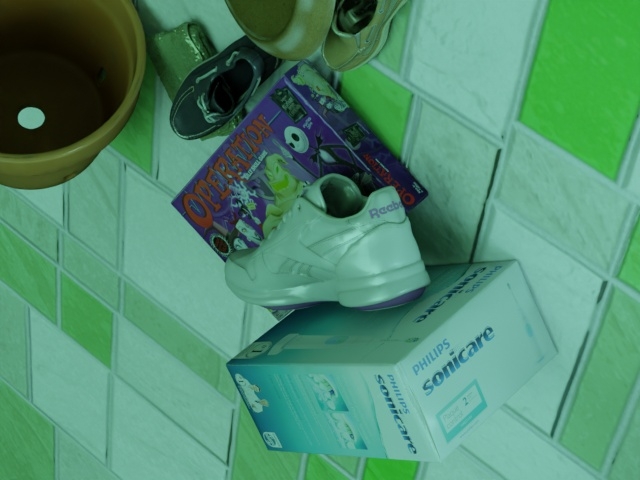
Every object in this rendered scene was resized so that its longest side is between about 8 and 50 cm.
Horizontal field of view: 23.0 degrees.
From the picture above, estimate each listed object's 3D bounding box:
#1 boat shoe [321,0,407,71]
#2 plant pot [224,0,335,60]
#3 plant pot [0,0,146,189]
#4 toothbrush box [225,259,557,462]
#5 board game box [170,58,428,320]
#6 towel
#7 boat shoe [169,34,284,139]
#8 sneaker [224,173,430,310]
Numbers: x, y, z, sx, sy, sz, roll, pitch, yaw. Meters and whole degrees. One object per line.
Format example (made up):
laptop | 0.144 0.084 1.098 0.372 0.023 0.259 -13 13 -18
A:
boat shoe | 0.035 -0.230 1.613 0.068 0.072 0.190 47 144 10
plant pot | -0.059 -0.300 1.638 0.236 0.032 0.236 35 133 49
plant pot | -0.365 -0.190 1.952 0.291 0.291 0.203 46 160 11
toothbrush box | 0.076 0.131 1.746 0.296 0.216 0.126 -7 114 50
board game box | -0.035 -0.049 1.854 0.208 0.056 0.347 51 145 2
towel | -0.151 -0.190 1.899 0.110 0.027 0.148 -8 115 51
boat shoe | -0.121 -0.172 1.812 0.075 0.065 0.206 47 132 -7
sneaker | 0.000 0.000 1.761 0.305 0.114 0.152 -4 102 48
